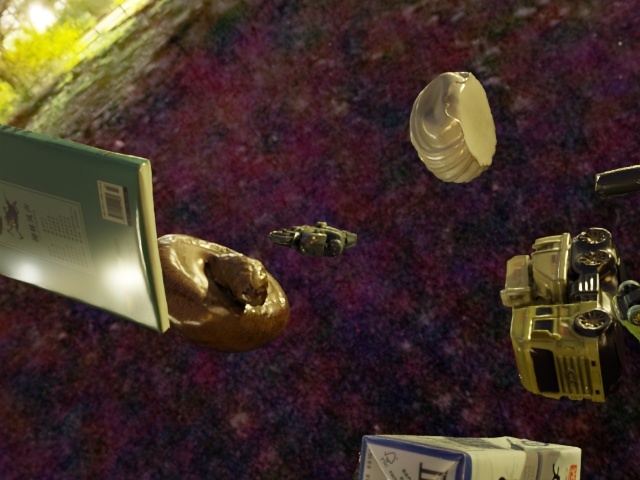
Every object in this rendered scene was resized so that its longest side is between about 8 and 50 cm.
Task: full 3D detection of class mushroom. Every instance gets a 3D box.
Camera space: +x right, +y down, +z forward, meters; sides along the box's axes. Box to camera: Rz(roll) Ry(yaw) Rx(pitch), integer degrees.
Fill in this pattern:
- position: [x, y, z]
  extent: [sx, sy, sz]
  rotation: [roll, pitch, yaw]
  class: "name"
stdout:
- position: [-0.237, 0.111, 1.470]
  extent: [0.239, 0.345, 0.345]
  rotation: [-44, 27, -6]
  class: "mushroom"

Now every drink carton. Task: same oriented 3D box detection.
- position: [0.164, 0.265, 0.674]
  extent: [0.107, 0.315, 0.130]
  rotation: [0, 76, 39]
  class: "drink carton"

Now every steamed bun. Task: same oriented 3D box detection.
- position: [0.210, -0.178, 1.099]
  extent: [0.106, 0.183, 0.183]
  rotation: [-6, 42, 35]
  class: "steamed bun"

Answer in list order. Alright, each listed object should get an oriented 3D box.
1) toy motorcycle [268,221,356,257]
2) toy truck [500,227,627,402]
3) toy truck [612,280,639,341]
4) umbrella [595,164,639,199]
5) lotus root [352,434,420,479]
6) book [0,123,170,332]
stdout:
- position: [0.000, 0.000, 1.282]
  extent: [0.124, 0.193, 0.061]
  rotation: [15, 101, 36]
  class: "toy motorcycle"
- position: [0.509, 0.144, 1.426]
  extent: [0.254, 0.180, 0.405]
  rotation: [-8, 32, 26]
  class: "toy truck"
- position: [0.559, 0.094, 1.029]
  extent: [0.191, 0.116, 0.085]
  rotation: [-34, 16, 23]
  class: "toy truck"
- position: [0.520, -0.102, 0.845]
  extent: [0.340, 0.118, 0.118]
  rotation: [-11, 39, 38]
  class: "umbrella"
- position: [0.191, 0.483, 1.293]
  extent: [0.179, 0.397, 0.196]
  rotation: [-34, 47, 17]
  class: "lotus root"
- position: [-0.381, -0.028, 0.954]
  extent: [0.379, 0.264, 0.031]
  rotation: [16, 34, 22]
  class: "book"
